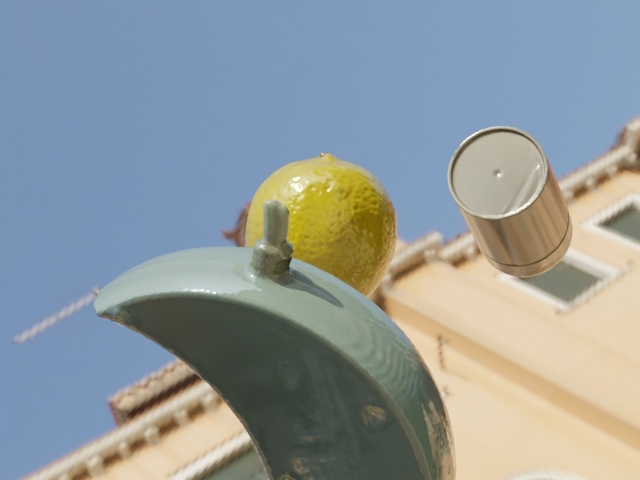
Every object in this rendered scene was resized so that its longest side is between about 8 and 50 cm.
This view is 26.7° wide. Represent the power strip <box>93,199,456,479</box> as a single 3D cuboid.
[{"bbox_3d":[-0.016,0.095,0.693,0.054,0.167,0.253,-57,-43,-58],"label":"power strip"}]

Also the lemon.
[{"bbox_3d":[0.000,0.000,1.559,0.178,0.178,0.203,-4,-75,-46],"label":"lemon"}]

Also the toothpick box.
[{"bbox_3d":[0.208,-0.038,1.461,0.111,0.111,0.181,-56,-26,-8],"label":"toothpick box"}]
